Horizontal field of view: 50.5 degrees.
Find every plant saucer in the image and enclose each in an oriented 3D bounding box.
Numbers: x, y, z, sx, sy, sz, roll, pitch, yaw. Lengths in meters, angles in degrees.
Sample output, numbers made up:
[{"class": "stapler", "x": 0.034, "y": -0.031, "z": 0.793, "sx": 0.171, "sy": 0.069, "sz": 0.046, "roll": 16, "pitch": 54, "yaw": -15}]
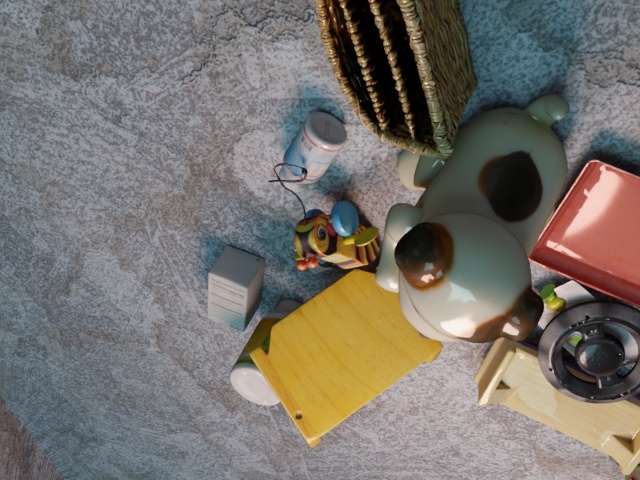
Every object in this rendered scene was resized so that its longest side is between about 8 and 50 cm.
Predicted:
[{"class": "plant saucer", "x": 0.537, "y": -0.012, "z": 1.193, "sx": 0.258, "sy": 0.048, "sz": 0.259, "roll": 23, "pitch": 137, "yaw": 6}]

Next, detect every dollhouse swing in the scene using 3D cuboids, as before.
[{"class": "dollhouse swing", "x": 0.048, "y": 0.259, "z": 1.537, "sx": 0.315, "sy": 0.347, "sz": 0.305, "roll": 57, "pitch": 170, "yaw": -1}]

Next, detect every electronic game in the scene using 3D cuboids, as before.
[{"class": "electronic game", "x": 0.539, "y": 0.218, "z": 1.310, "sx": 0.229, "sy": 0.048, "sz": 0.229, "roll": 5, "pitch": 114, "yaw": 11}]

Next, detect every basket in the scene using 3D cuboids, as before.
[{"class": "basket", "x": 0.095, "y": -0.292, "z": 1.037, "sx": 0.213, "sy": 0.223, "sz": 0.299, "roll": -1, "pitch": 130, "yaw": 29}]

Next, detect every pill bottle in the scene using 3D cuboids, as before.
[{"class": "pill bottle", "x": -0.108, "y": 0.262, "z": 1.642, "sx": 0.136, "sy": 0.246, "sz": 0.136, "roll": 14, "pitch": 135, "yaw": 15}, {"class": "pill bottle", "x": -0.020, "y": -0.166, "z": 1.312, "sx": 0.087, "sy": 0.087, "sz": 0.160, "roll": 35, "pitch": 137, "yaw": -5}]

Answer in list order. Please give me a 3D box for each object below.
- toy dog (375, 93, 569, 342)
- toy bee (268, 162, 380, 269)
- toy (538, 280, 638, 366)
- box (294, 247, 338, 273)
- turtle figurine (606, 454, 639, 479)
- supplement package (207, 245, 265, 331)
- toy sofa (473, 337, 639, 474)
[{"class": "toy dog", "x": 0.259, "y": -0.005, "z": 1.081, "sx": 0.284, "sy": 0.408, "sz": 0.395, "roll": 40, "pitch": 136, "yaw": -11}, {"class": "toy bee", "x": 0.000, "y": 0.000, "z": 1.341, "sx": 0.298, "sy": 0.162, "sz": 0.195, "roll": 22, "pitch": 151, "yaw": -23}, {"class": "toy", "x": 0.533, "y": 0.165, "z": 1.352, "sx": 0.237, "sy": 0.056, "sz": 0.137, "roll": 37, "pitch": 136, "yaw": -13}, {"class": "box", "x": 0.004, "y": 0.029, "z": 1.526, "sx": 0.136, "sy": 0.028, "sz": 0.081, "roll": -21, "pitch": 118, "yaw": 38}, {"class": "turtle figurine", "x": 0.743, "y": 0.515, "z": 1.534, "sx": 0.175, "sy": 0.118, "sz": 0.234, "roll": 13, "pitch": 129, "yaw": 17}, {"class": "supplement package", "x": -0.209, "y": 0.120, "z": 1.666, "sx": 0.105, "sy": 0.105, "sz": 0.179, "roll": 21, "pitch": 136, "yaw": 9}, {"class": "toy sofa", "x": 0.529, "y": 0.328, "z": 1.465, "sx": 0.362, "sy": 0.177, "sz": 0.150, "roll": 25, "pitch": 112, "yaw": 5}]
